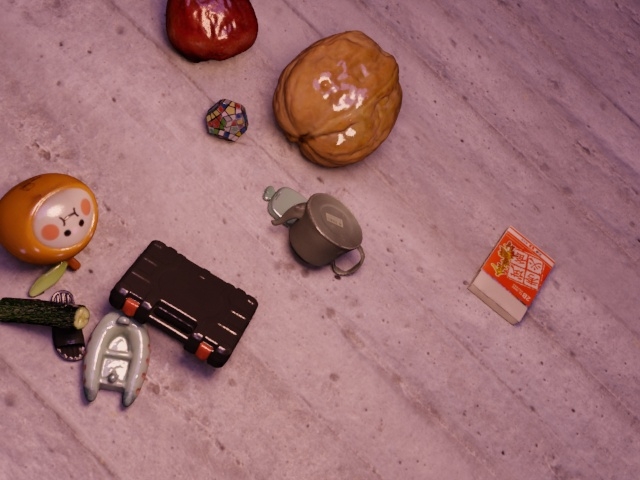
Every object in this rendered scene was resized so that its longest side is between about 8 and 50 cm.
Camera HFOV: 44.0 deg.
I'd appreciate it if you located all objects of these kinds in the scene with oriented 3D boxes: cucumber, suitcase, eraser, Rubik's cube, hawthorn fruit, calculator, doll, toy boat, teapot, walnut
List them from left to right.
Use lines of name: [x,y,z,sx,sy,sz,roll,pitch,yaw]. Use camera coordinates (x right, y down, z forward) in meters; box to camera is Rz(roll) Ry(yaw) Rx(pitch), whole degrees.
cucumber: [-0.568,0.148,1.626,0.187,0.058,0.058,5,63,12]
doll: [-0.569,-0.022,1.679,0.213,0.213,0.236,-32,124,-28]
toy boat: [-0.425,0.240,1.658,0.134,0.079,0.207,12,65,-11]
suitcase: [-0.292,0.133,1.720,0.286,0.066,0.206,32,38,-3]
hawthorn fruit: [-0.284,-0.586,1.985,0.230,0.210,0.266,-16,109,-10]
Rubik's cube: [-0.230,-0.296,1.953,0.111,0.111,0.093,18,87,-11]
calculator: [-0.075,-0.081,1.952,0.153,0.021,0.095,36,60,-5]
teapot: [0.000,0.000,1.878,0.239,0.149,0.162,34,34,-19]
walnut: [0.054,-0.360,1.971,0.306,0.306,0.344,36,63,-1]
eraser: [0.501,0.089,2.066,0.157,0.038,0.230,39,60,1]

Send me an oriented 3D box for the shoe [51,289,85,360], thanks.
shoe: [-0.534,0.173,1.665,0.062,0.053,0.159,-7,67,-25]
